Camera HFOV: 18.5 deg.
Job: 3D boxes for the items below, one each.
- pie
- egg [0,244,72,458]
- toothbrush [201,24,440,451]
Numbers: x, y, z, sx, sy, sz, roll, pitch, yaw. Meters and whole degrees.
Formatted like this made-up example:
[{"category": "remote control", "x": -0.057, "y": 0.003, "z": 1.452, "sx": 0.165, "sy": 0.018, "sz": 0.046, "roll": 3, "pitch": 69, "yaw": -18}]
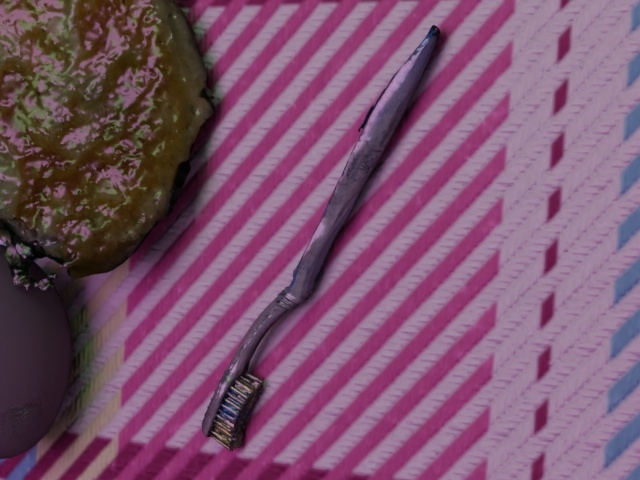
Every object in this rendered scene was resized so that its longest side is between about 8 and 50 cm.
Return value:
[{"category": "pie", "x": -0.259, "y": -0.141, "z": 1.781, "sx": 0.371, "sy": 0.078, "sz": 0.296, "roll": 39, "pitch": 91, "yaw": 24}, {"category": "egg", "x": -0.301, "y": 0.101, "z": 1.802, "sx": 0.146, "sy": 0.146, "sz": 0.199, "roll": -9, "pitch": 82, "yaw": 36}, {"category": "toothbrush", "x": 0.000, "y": 0.000, "z": 1.653, "sx": 0.042, "sy": 0.035, "sz": 0.413, "roll": 31, "pitch": 108, "yaw": 13}]
